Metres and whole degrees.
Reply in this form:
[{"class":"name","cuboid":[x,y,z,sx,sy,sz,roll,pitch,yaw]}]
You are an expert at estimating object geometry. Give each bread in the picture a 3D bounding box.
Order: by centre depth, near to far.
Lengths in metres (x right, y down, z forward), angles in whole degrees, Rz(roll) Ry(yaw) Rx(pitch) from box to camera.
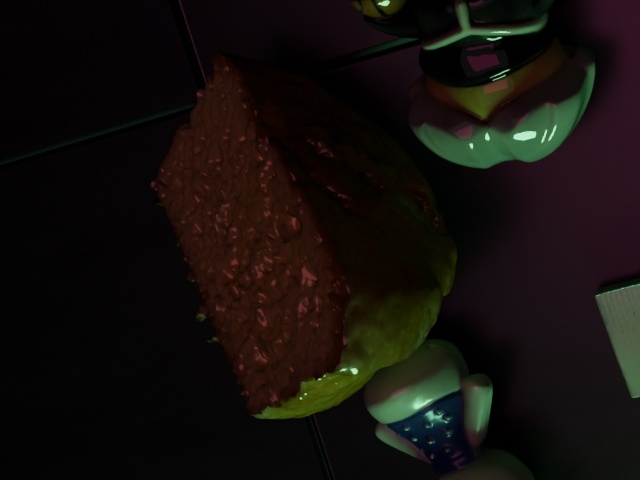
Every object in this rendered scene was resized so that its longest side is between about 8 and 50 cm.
[{"class":"bread","cuboid":[0.000,0.000,1.028,0.194,0.179,0.340,-54,48,32]}]

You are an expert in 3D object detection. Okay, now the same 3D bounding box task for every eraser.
[{"class":"eraser","cuboid":[0.324,0.072,1.009,0.150,0.023,0.103,-17,98,28]}]

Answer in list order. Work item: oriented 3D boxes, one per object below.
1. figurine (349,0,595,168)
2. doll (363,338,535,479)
[{"class":"figurine","cuboid":[0.121,-0.168,0.947,0.176,0.133,0.236,-7,123,28]},{"class":"doll","cuboid":[0.126,0.194,1.091,0.138,0.119,0.293,-33,85,33]}]
